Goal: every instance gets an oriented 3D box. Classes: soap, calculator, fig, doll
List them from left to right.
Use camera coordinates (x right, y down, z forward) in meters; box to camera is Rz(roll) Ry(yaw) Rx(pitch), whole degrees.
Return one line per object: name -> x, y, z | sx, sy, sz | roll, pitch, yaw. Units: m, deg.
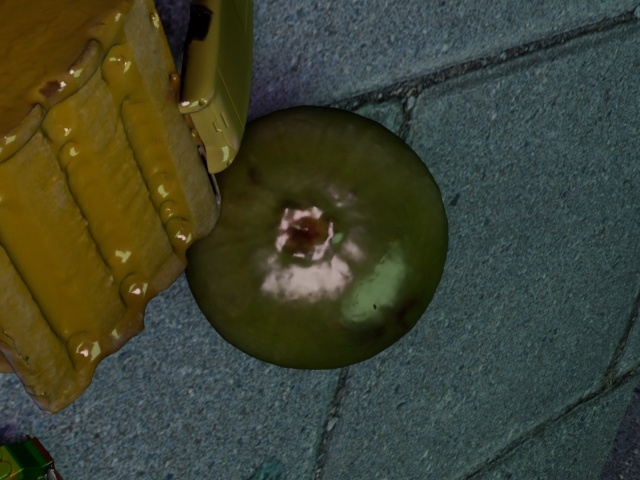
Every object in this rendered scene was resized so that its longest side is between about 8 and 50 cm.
doll -> -0.365, 0.282, 1.388 | 0.186, 0.106, 0.134 | -7, 136, -50
soap -> -0.243, -0.048, 1.159 | 0.293, 0.156, 0.335 | -57, 152, -26
calculator -> -0.094, -0.194, 1.246 | 0.157, 0.033, 0.236 | 67, 24, -60
fig -> 0.000, 0.000, 1.454 | 0.316, 0.316, 0.316 | -34, 143, -30
